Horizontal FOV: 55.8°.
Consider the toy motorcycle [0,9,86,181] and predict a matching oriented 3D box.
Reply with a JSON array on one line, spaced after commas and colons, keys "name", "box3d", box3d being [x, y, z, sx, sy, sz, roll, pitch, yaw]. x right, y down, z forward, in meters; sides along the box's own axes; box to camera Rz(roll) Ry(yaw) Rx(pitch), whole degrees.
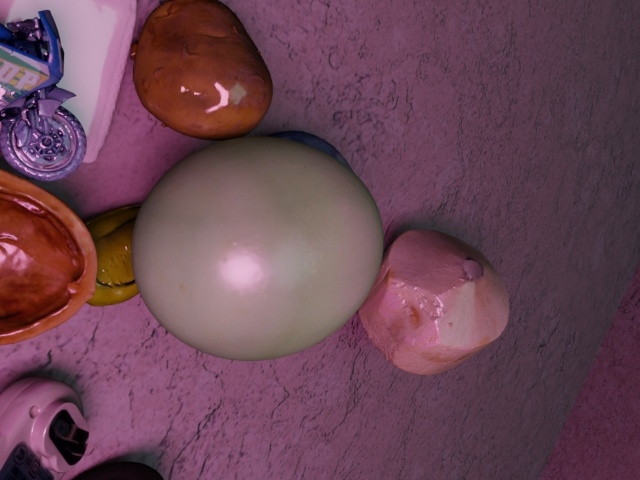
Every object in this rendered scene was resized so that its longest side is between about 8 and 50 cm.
[{"name": "toy motorcycle", "box3d": [-0.295, -0.147, 0.466, 0.255, 0.092, 0.135, 23, 86, -31]}]

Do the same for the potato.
[{"name": "potato", "box3d": [-0.120, -0.167, 0.615, 0.137, 0.175, 0.137, -10, 143, -8]}]

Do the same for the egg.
[{"name": "egg", "box3d": [-0.055, 0.007, 0.609, 0.270, 0.221, 0.220, -7, 108, -51]}]

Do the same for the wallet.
[{"name": "wallet", "box3d": [-0.246, -0.170, 0.569, 0.124, 0.032, 0.182, 10, 97, -43]}]

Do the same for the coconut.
[{"name": "coconut", "box3d": [0.181, 0.096, 0.979, 0.241, 0.241, 0.241, -19, 116, -44]}]

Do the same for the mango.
[{"name": "mango", "box3d": [-0.208, 0.012, 0.647, 0.165, 0.074, 0.091, -33, 120, -52]}]

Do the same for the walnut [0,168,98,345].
[{"name": "walnut", "box3d": [-0.304, 0.005, 0.515, 0.211, 0.087, 0.167, 22, 99, -37]}]

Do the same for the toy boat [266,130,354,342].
[{"name": "toy boat", "box3d": [0.000, 0.000, 0.836, 0.215, 0.123, 0.329, -42, 132, -29]}]

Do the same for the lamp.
[{"name": "lamp", "box3d": [-0.324, 0.232, 0.559, 0.179, 0.108, 0.246, 90, 22, -44]}]

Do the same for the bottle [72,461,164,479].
[{"name": "bottle", "box3d": [-0.221, 0.402, 0.712, 0.156, 0.143, 0.271, -13, 112, -18]}]
